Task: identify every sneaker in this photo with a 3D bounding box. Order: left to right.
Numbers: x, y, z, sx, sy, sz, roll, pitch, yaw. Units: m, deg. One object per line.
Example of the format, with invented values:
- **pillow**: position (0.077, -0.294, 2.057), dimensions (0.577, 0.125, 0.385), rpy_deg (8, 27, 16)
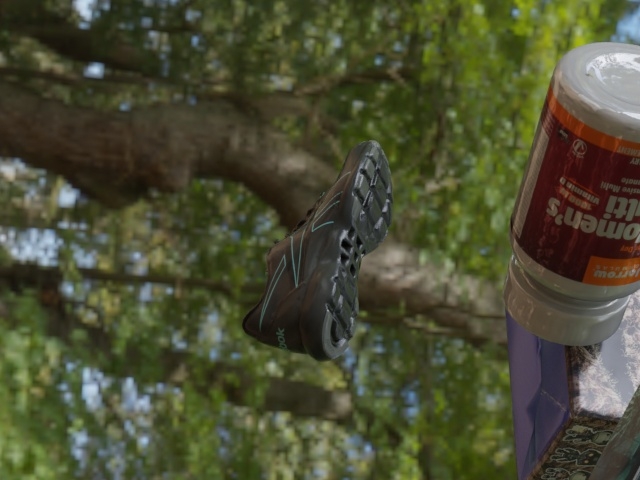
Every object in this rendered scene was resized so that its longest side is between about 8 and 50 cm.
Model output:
- **sneaker**: position (0.000, 0.000, 1.428), dimensions (0.101, 0.106, 0.267), rpy_deg (63, 39, -44)

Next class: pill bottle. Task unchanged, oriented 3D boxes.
- **pill bottle**: position (0.213, -0.031, 1.065), dimensions (0.121, 0.121, 0.221), rpy_deg (-110, -157, -48)

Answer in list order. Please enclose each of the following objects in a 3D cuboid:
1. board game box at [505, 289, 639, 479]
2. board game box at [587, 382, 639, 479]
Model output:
- **board game box**: position (0.327, 0.116, 1.230), dimensions (0.141, 0.291, 0.232), rpy_deg (110, -14, -50)
- **board game box**: position (0.163, 0.113, 0.567), dimensions (0.026, 0.126, 0.186), rpy_deg (-5, -136, 53)
